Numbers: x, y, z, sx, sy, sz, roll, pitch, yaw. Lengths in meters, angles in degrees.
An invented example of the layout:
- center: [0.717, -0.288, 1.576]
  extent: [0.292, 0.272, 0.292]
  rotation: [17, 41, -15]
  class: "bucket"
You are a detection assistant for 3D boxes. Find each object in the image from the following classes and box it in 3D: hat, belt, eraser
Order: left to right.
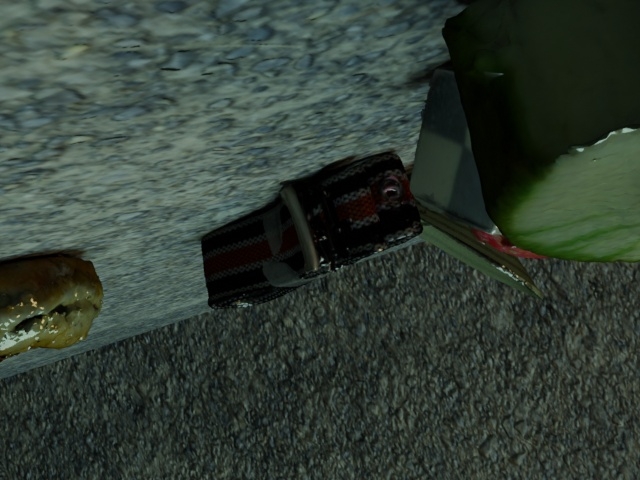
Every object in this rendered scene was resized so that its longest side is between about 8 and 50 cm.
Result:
- center: [-0.026, 0.003, 1.168]
  extent: [0.126, 0.094, 0.359]
  rotation: [-16, 176, -30]
  class: "belt"
- center: [0.178, -0.036, 1.297]
  extent: [0.110, 0.252, 0.252]
  rotation: [-60, 175, -1]
  class: "hat"
- center: [0.252, -0.069, 0.832]
  extent: [0.403, 0.098, 0.096]
  rotation: [-3, -158, -36]
  class: "eraser"

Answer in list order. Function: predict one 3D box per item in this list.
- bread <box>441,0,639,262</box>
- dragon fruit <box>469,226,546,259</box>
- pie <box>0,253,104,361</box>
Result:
- center: [0.248, -0.092, 0.533]
  extent: [0.381, 0.129, 0.366]
  rotation: [-4, 166, -10]
  class: "bread"
- center: [0.166, -0.071, 0.911]
  extent: [0.153, 0.153, 0.111]
  rotation: [-19, 151, 16]
  class: "dragon fruit"
- center: [-0.337, 0.088, 1.077]
  extent: [0.308, 0.086, 0.308]
  rotation: [-17, 174, -2]
  class: "pie"
